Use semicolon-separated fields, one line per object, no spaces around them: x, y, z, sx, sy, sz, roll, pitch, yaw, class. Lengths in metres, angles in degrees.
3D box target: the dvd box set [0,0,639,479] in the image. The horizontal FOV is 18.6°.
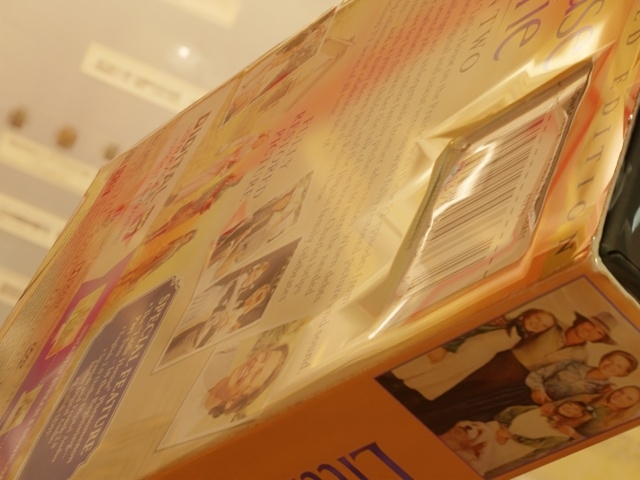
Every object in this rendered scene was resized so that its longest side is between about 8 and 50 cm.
0.000;0.000;0.734;0.062;0.307;0.420;43;-46;-18;dvd box set
